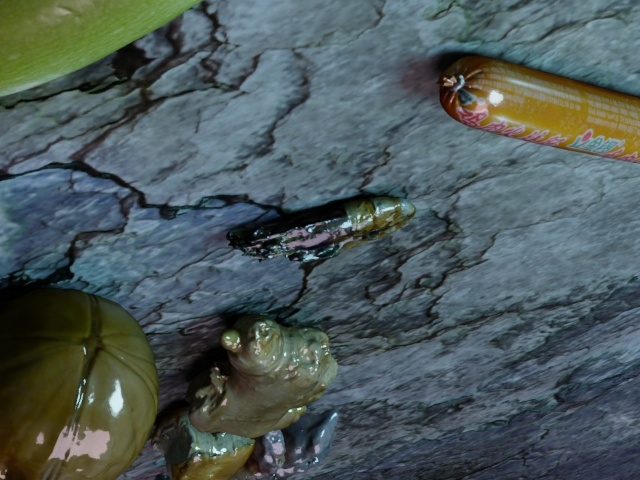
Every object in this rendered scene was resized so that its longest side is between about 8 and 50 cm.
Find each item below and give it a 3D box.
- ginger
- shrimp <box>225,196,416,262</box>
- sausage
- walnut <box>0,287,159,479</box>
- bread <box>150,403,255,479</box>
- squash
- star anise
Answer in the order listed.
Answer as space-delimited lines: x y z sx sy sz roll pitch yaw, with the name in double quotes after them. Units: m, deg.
-0.048 0.121 1.483 0.137 0.074 0.213 -9 149 -23 "ginger"
0.000 0.000 1.288 0.161 0.034 0.091 -11 157 -21 "shrimp"
0.201 -0.092 1.210 0.347 0.053 0.053 7 146 -46 "sausage"
-0.215 0.128 1.251 0.167 0.167 0.207 -1 150 -36 "walnut"
-0.119 0.200 1.604 0.083 0.077 0.070 -1 140 -36 "bread"
-0.146 -0.129 0.770 0.186 0.123 0.123 -28 156 19 "squash"
-0.058 0.237 1.744 0.208 0.063 0.172 -34 155 31 "star anise"
